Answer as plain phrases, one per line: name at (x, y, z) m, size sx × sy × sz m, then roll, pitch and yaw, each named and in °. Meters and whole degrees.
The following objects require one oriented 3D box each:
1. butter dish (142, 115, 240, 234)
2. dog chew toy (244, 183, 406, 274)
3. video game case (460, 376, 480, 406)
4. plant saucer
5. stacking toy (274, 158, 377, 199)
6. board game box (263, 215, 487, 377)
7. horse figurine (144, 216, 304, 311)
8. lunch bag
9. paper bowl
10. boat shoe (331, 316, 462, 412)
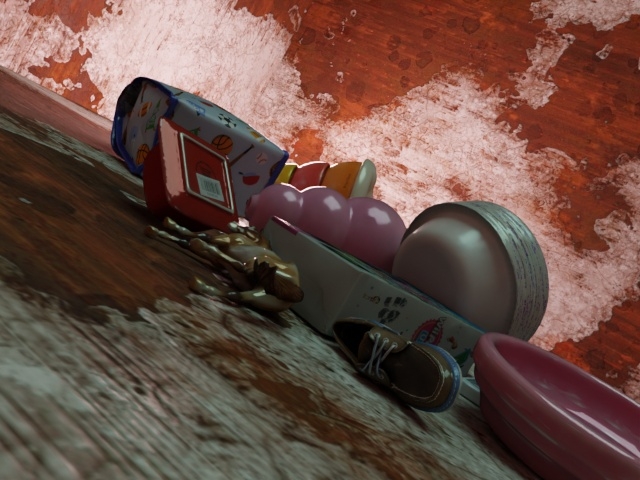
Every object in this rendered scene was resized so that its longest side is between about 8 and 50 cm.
butter dish at (-0.212, -0.076, 0.880) m, size 0.160 × 0.118 × 0.159 m, roll 28°, pitch 43°, yaw -55°
dog chew toy at (0.009, -0.016, 1.179) m, size 0.332 × 0.206 × 0.206 m, roll 21°, pitch 5°, yaw -17°
video game case at (0.295, 0.256, 0.858) m, size 0.173 × 0.022 × 0.190 m, roll 31°, pitch 3°, yaw 30°
plant saucer at (0.318, 0.229, 0.679) m, size 0.332 × 0.084 × 0.332 m, roll 26°, pitch 10°, yaw -5°
stacking toy at (-0.078, -0.145, 1.892) m, size 0.481 × 0.350 × 0.350 m, roll 17°, pitch 1°, yaw 8°
board game box at (0.070, 0.089, 0.860) m, size 0.303 × 0.097 × 0.224 m, roll 28°, pitch 3°, yaw -40°
horse figurine at (-0.092, 0.026, 0.682) m, size 0.175 × 0.066 × 0.263 m, roll 20°, pitch 6°, yaw -36°
lunch bag at (-0.320, -0.239, 1.443) m, size 0.328 × 0.238 × 0.385 m, roll 25°, pitch 12°, yaw -38°
paper bowl at (0.236, 0.073, 1.023) m, size 0.148 × 0.284 × 0.284 m, roll -5°, pitch 23°, yaw -33°
boat shoe at (0.068, 0.125, 0.606) m, size 0.066 × 0.066 × 0.183 m, roll 22°, pitch -4°, yaw -28°
